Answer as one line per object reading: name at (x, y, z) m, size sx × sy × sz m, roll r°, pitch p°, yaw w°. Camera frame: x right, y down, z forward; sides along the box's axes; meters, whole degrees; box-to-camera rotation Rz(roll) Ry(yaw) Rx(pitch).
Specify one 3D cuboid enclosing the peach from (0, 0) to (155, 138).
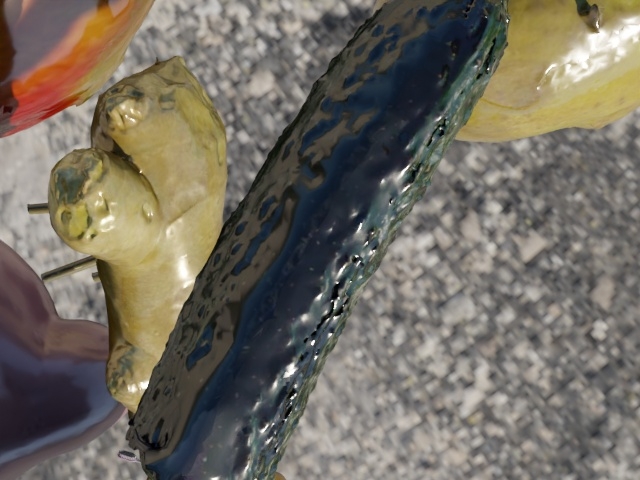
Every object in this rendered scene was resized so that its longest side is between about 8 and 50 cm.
peach at (-0.266, -0.225, 0.960) m, size 0.370 × 0.370 × 0.370 m, roll -8°, pitch 119°, yaw -15°

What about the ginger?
ginger at (-0.074, 0.039, 0.844) m, size 0.118 × 0.065 × 0.299 m, roll -54°, pitch 150°, yaw -35°

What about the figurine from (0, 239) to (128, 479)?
figurine at (-0.278, 0.092, 1.020) m, size 0.261 × 0.269 × 0.211 m, roll -40°, pitch 101°, yaw -33°

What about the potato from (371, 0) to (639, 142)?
potato at (0.193, -0.235, 1.572) m, size 0.296 × 0.397 × 0.290 m, roll -26°, pitch 104°, yaw 10°

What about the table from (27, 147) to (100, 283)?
table at (-0.180, 0.019, 1.512) m, size 0.111 × 0.121 × 0.240 m, roll -17°, pitch 157°, yaw 4°

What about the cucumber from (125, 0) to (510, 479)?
cucumber at (-0.003, -0.001, 0.621) m, size 0.067 × 0.067 × 0.245 m, roll 27°, pitch 89°, yaw -28°

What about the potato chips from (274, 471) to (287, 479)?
potato chips at (-0.068, 0.214, 0.902) m, size 0.195 × 0.062 × 0.208 m, roll 0°, pitch 129°, yaw -56°

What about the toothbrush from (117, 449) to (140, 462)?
toothbrush at (-0.118, 0.186, 1.328) m, size 0.097 × 0.006 × 0.008 m, roll 19°, pitch 149°, yaw -1°
